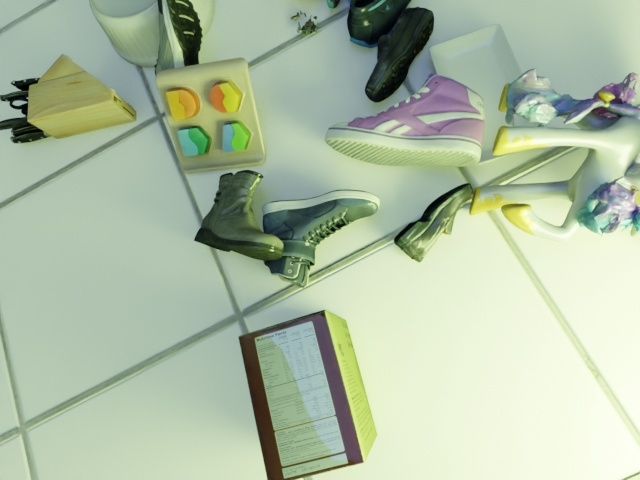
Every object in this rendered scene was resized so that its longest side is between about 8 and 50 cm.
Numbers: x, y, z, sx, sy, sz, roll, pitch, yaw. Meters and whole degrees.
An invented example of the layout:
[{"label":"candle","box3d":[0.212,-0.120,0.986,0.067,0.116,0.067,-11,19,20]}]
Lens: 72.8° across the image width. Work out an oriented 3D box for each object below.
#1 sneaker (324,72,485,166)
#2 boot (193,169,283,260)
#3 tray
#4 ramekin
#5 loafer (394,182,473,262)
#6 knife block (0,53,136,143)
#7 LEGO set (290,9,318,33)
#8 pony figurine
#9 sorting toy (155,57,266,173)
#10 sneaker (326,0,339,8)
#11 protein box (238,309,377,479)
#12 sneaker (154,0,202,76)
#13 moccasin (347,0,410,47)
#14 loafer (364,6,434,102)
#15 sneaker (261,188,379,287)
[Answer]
[{"label":"sneaker","box3d":[0.154,-0.226,0.803,0.282,0.102,0.161,7,81,13]},{"label":"boot","box3d":[-0.142,-0.057,0.794,0.246,0.083,0.161,10,79,47]},{"label":"tray","box3d":[0.313,-0.275,0.824,0.145,0.030,0.270,-17,73,8]},{"label":"ramekin","box3d":[-0.395,-0.551,0.996,0.273,0.127,0.272,-3,76,12]},{"label":"loafer","box3d":[0.211,-0.033,0.775,0.170,0.062,0.061,-42,94,3]},{"label":"knife block","box3d":[-0.597,-0.285,0.992,0.276,0.088,0.242,36,87,18]},{"label":"LEGO set","box3d":[-0.030,-0.475,0.956,0.054,0.023,0.083,-22,59,4]},{"label":"pony figurine","box3d":[0.453,-0.139,0.660,0.364,0.303,0.351,13,111,12]},{"label":"sorting toy","box3d":[-0.221,-0.244,0.874,0.193,0.038,0.208,-4,112,11]},{"label":"sneaker","box3d":[0.065,-0.575,0.939,0.076,0.065,0.166,22,83,12]},{"label":"protein box","box3d":[-0.012,0.231,0.674,0.136,0.200,0.201,-17,73,7]},{"label":"sneaker","box3d":[-0.307,-0.390,0.912,0.108,0.100,0.271,0,104,22]},{"label":"moccasin","box3d":[0.161,-0.560,0.883,0.138,0.117,0.342,19,81,16]},{"label":"loafer","box3d":[0.145,-0.371,0.864,0.078,0.076,0.223,28,78,22]},{"label":"sneaker","box3d":[0.000,0.001,0.784,0.226,0.086,0.163,-9,65,18]}]
